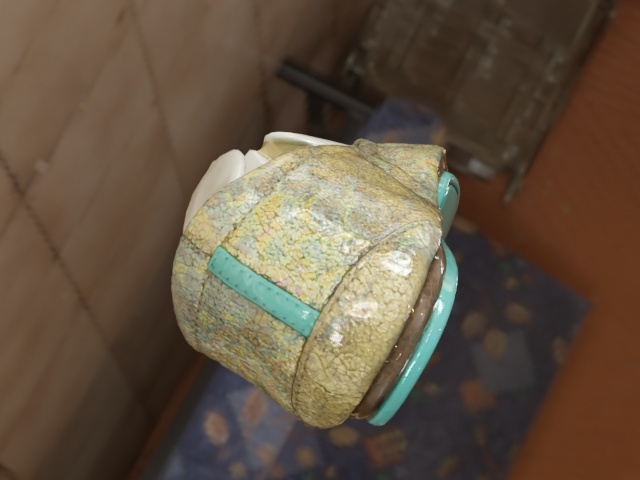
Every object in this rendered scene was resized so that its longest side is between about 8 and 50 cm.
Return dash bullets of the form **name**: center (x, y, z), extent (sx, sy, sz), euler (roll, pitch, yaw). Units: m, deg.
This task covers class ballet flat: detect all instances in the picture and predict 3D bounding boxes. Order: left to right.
- **ballet flat**: center (0.000, 0.000, 0.749), extent (0.123, 0.123, 0.348), euler (-64, 179, 7)
